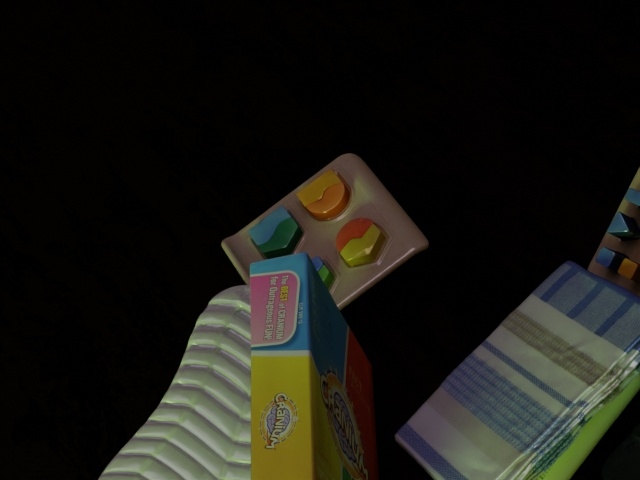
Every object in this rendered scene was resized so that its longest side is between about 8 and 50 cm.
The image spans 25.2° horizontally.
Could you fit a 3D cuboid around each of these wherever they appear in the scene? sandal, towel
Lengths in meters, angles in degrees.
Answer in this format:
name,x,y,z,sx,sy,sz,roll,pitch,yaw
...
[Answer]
name,x,y,z,sx,sy,sz,roll,pitch,yaw
sandal,-0.123,0.239,1.583,0.169,0.102,0.416,20,60,15
towel,0.217,0.152,1.482,0.285,0.034,0.209,-45,28,-5

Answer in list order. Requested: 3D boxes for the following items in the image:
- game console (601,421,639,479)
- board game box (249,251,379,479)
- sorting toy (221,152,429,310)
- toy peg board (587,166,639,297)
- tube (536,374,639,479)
name,x,y,z,sx,sy,sz,roll,pitch,yaw
game console,0.378,0.101,1.346,0.293,0.173,0.250,-44,16,-11
board game box,-0.002,0.208,1.455,0.064,0.242,0.316,-12,53,13
sorting toy,0.000,0.000,1.735,0.208,0.038,0.193,-34,50,-3
toy peg board,0.370,-0.008,1.515,0.161,0.079,0.161,31,97,36
tube,0.235,0.216,1.469,0.062,0.070,0.240,41,78,3
